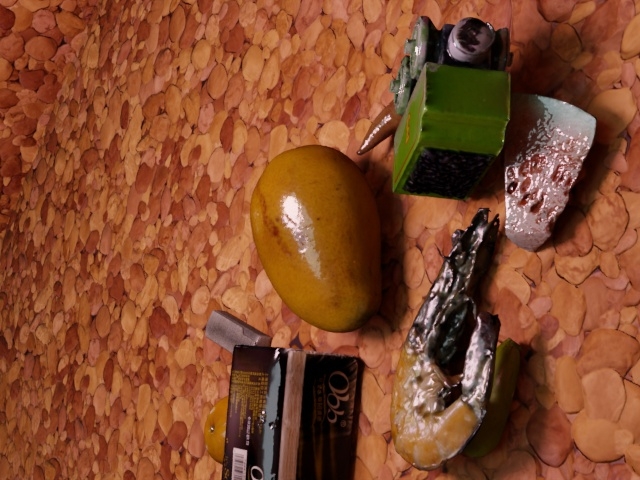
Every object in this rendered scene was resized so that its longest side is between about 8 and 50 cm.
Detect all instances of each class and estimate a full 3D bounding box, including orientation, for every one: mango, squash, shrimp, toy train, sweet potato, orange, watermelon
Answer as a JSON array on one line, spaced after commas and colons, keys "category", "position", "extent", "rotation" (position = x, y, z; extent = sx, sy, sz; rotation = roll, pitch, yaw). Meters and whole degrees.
[{"category": "mango", "position": [0.000, 0.000, 1.802], "extent": [0.264, 0.221, 0.378], "rotation": [-36, 63, 37]}, {"category": "squash", "position": [0.275, 0.252, 1.512], "extent": [0.066, 0.066, 0.201], "rotation": [22, 93, 52]}, {"category": "shrimp", "position": [0.219, 0.161, 1.546], "extent": [0.272, 0.085, 0.444], "rotation": [20, 93, 69]}, {"category": "toy train", "position": [0.206, -0.215, 1.552], "extent": [0.307, 0.174, 0.248], "rotation": [109, 167, -69]}, {"category": "sweet potato", "position": [0.169, -0.256, 1.766], "extent": [0.281, 0.059, 0.067], "rotation": [-43, 38, 37]}, {"category": "orange", "position": [-0.181, 0.404, 2.014], "extent": [0.156, 0.124, 0.156], "rotation": [-9, 78, 50]}, {"category": "watermelon", "position": [0.351, -0.098, 1.488], "extent": [0.154, 0.094, 0.241], "rotation": [20, 99, 42]}]

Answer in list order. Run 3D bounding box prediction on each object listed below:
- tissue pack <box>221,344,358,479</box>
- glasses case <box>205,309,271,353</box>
[{"category": "tissue pack", "position": [-0.068, 0.389, 1.809], "extent": [0.210, 0.198, 0.369], "rotation": [-1, 81, 50]}, {"category": "glasses case", "position": [-0.187, 0.218, 2.129], "extent": [0.205, 0.047, 0.070], "rotation": [22, 98, 53]}]
